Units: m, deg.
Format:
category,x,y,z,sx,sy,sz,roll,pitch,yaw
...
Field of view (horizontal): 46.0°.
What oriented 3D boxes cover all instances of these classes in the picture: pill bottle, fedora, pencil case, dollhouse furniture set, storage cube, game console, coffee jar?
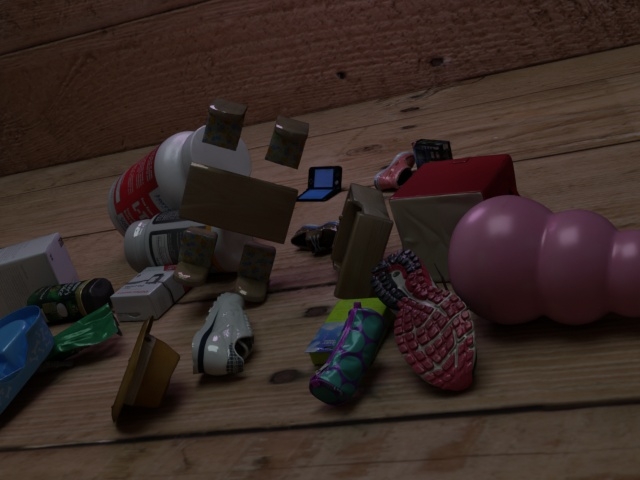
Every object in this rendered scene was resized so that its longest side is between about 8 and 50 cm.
category,x,y,z,sx,sy,sz,roll,pitch,yaw
pill bottle,-0.361,-0.140,1.935,0.408,0.229,0.229,-25,8,46
fedora,-0.285,0.220,1.257,0.079,0.194,0.194,20,17,-10
pencil case,0.042,0.172,1.138,0.064,0.070,0.151,-13,38,49
dollhouse furniture set,-0.079,-0.042,1.485,0.394,0.362,0.256,14,18,-6
storage cube,0.268,-0.043,1.449,0.215,0.183,0.193,-3,24,31
game console,-0.007,-0.162,2.139,0.122,0.107,0.071,3,-2,39
coffee jar,-0.571,0.139,1.733,0.185,0.079,0.096,-9,21,16
pill bottle,-0.312,0.004,1.777,0.279,0.162,0.162,-5,22,26

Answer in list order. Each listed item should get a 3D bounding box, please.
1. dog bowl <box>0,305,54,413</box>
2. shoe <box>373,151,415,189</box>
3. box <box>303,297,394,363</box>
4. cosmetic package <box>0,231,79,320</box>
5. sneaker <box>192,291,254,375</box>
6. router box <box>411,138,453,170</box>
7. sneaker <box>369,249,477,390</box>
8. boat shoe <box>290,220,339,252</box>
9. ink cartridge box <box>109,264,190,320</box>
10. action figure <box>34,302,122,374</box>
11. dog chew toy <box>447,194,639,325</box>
category,x,y,z,sx,sy,sz,roll,pitch,yaw
dog bowl,-0.610,0.247,1.397,0.166,0.074,0.297,-14,30,30
shoe,0.227,-0.188,2.052,0.081,0.063,0.178,6,34,43
box,0.053,0.156,1.281,0.109,0.042,0.178,-6,23,25
cosmetic package,-0.720,0.092,1.859,0.184,0.151,0.151,-16,20,0
sneaker,-0.161,0.171,1.367,0.095,0.090,0.235,1,26,7
router box,0.305,-0.224,2.037,0.038,0.092,0.122,-26,22,-26
sneaker,0.178,0.127,1.188,0.121,0.112,0.299,-34,31,9
boat shoe,0.000,0.000,1.721,0.066,0.066,0.183,-34,17,-31
ink cartridge box,-0.376,0.115,1.675,0.109,0.063,0.150,-5,22,25
action figure,-0.515,0.217,1.510,0.232,0.063,0.137,-27,23,-11
dog chew toy,0.371,0.038,1.157,0.332,0.206,0.206,5,28,29
